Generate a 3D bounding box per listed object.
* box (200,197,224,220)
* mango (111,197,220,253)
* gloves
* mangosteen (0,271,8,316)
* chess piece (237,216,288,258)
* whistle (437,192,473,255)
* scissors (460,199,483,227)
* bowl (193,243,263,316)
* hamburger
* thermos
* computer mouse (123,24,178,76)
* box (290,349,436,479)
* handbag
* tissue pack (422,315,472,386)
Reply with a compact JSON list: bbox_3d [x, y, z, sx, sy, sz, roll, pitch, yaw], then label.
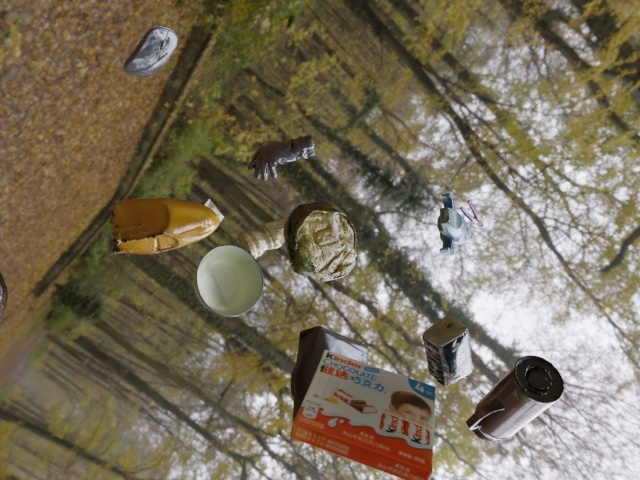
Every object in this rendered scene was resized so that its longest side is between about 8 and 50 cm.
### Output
[{"bbox_3d":[-0.327,-0.078,1.499,0.024,0.083,0.053,11,-121,41],"label":"box"},{"bbox_3d":[-0.358,-0.038,1.168,0.154,0.252,0.126,101,-17,-79],"label":"mango"},{"bbox_3d":[-0.145,-0.312,1.854,0.285,0.119,0.142,-25,-147,22],"label":"gloves"},{"bbox_3d":[-1.007,0.152,1.339,0.330,0.330,0.330,-45,-164,17],"label":"mangosteen"},{"bbox_3d":[-0.215,-0.026,2.303,0.301,0.137,0.137,-26,-174,-24],"label":"chess piece"},{"bbox_3d":[0.387,-0.038,1.503,0.093,0.269,0.180,-1,-105,25],"label":"whistle"},{"bbox_3d":[0.453,-0.074,1.503,0.039,0.113,0.012,-46,-148,4],"label":"scissors"},{"bbox_3d":[-0.323,0.139,1.699,0.126,0.238,0.238,-19,-146,54],"label":"bowl"},{"bbox_3d":[-0.002,0.001,1.832,0.265,0.285,0.134,-9,-174,-34],"label":"hamburger"},{"bbox_3d":[0.441,0.407,1.213,0.136,0.109,0.330,-40,156,-33],"label":"thermos"},{"bbox_3d":[-0.580,-0.635,1.737,0.232,0.057,0.120,-34,162,32],"label":"computer mouse"},{"bbox_3d":[0.102,0.353,1.060,0.265,0.273,0.048,-57,161,-67],"label":"box"},{"bbox_3d":[0.039,0.409,1.459,0.113,0.257,0.285,-22,-126,43],"label":"handbag"},{"bbox_3d":[0.334,0.292,1.335,0.103,0.170,0.090,-30,-144,-14],"label":"tissue pack"}]
